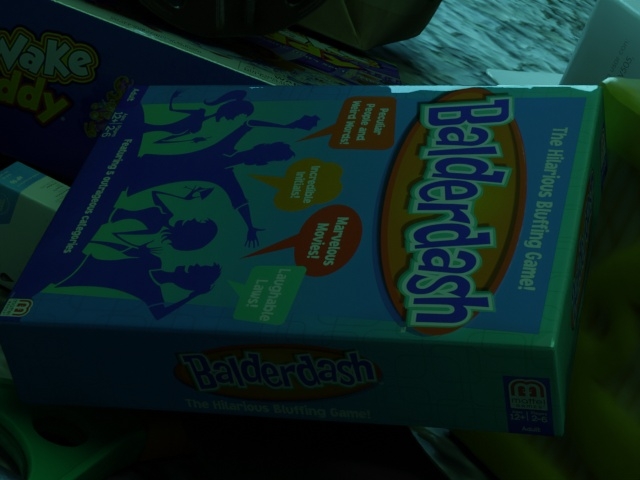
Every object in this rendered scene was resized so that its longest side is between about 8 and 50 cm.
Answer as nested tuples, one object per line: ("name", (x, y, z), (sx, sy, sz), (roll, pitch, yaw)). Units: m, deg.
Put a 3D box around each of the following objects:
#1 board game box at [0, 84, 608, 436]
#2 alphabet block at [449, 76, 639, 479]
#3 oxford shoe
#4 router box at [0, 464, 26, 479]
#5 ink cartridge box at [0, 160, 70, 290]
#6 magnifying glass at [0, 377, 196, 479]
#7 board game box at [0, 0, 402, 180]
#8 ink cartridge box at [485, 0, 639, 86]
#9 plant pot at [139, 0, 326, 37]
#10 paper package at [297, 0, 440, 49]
("board game box", (0.000, 0.000, 0.642), (0.210, 0.047, 0.160), (2, 39, 15))
("alphabet block", (0.208, 0.054, 0.738), (0.197, 0.193, 0.192), (-2, 33, -42))
("oxford shoe", (0.017, 0.104, 0.632), (0.212, 0.076, 0.076), (42, -14, 27))
("router box", (-0.225, 0.113, 0.394), (0.243, 0.081, 0.309), (28, 26, 11))
("ink cartridge box", (-0.114, 0.006, 0.733), (0.083, 0.048, 0.028), (26, 25, 9))
("magnifying glass", (-0.096, 0.078, 0.640), (0.231, 0.026, 0.092), (-5, 37, -41))
("board game box", (-0.129, -0.101, 0.845), (0.347, 0.078, 0.233), (20, 14, -5))
("ink cartridge box", (0.308, -0.077, 1.158), (0.207, 0.119, 0.353), (-2, 35, -41))
("plant pot", (-0.054, -0.185, 0.809), (0.167, 0.167, 0.165), (14, 24, -18))
("paper package", (-0.047, -0.257, 1.079), (0.309, 0.168, 0.325), (23, 10, 6))
